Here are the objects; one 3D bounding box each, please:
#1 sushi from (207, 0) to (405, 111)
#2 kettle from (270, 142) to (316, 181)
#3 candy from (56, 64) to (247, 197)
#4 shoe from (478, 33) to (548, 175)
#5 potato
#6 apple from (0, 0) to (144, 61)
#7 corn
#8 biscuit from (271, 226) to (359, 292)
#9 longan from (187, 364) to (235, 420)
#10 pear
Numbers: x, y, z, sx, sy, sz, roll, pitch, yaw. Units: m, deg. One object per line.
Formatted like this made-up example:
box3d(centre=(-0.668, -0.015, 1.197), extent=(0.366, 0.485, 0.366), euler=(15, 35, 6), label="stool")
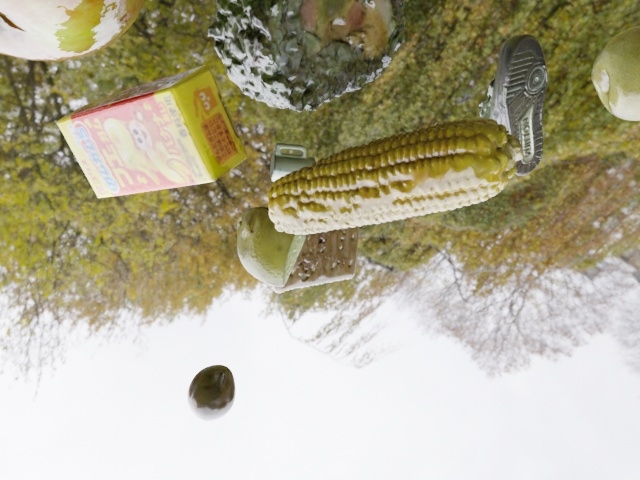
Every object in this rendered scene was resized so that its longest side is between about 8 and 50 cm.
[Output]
box3d(centre=(-0.016, -0.400, 1.030), extent=(0.178, 0.294, 0.352), euler=(26, -138, 36), label="sushi")
box3d(centre=(-0.093, -0.257, 2.042), extent=(0.148, 0.127, 0.098), euler=(7, -123, -14), label="kettle")
box3d(centre=(-0.254, -0.152, 0.880), extent=(0.088, 0.276, 0.146), euler=(-48, -54, -43), label="candy")
box3d(centre=(0.369, -0.280, 1.202), extent=(0.109, 0.293, 0.149), euler=(-26, -144, -15), label="shoe")
box3d(centre=(-0.115, 0.007, 1.103), extent=(0.149, 0.081, 0.120), euler=(8, -125, 19), label="potato")
box3d(centre=(-0.409, -0.439, 0.782), extent=(0.400, 0.334, 0.400), euler=(17, 169, 4), label="apple")
box3d(centre=(0.091, -0.081, 0.819), extent=(0.120, 0.363, 0.120), euler=(46, -143, -51), label="corn")
box3d(centre=(0.000, 0.000, 1.355), extent=(0.044, 0.217, 0.325), euler=(9, -174, 32), label="biscuit")
box3d(centre=(-0.206, 0.291, 1.139), extent=(0.092, 0.113, 0.113), euler=(27, -152, -8), label="longan")
box3d(centre=(0.571, -0.295, 1.060), extent=(0.167, 0.136, 0.167), euler=(-13, -90, -84), label="pear")
